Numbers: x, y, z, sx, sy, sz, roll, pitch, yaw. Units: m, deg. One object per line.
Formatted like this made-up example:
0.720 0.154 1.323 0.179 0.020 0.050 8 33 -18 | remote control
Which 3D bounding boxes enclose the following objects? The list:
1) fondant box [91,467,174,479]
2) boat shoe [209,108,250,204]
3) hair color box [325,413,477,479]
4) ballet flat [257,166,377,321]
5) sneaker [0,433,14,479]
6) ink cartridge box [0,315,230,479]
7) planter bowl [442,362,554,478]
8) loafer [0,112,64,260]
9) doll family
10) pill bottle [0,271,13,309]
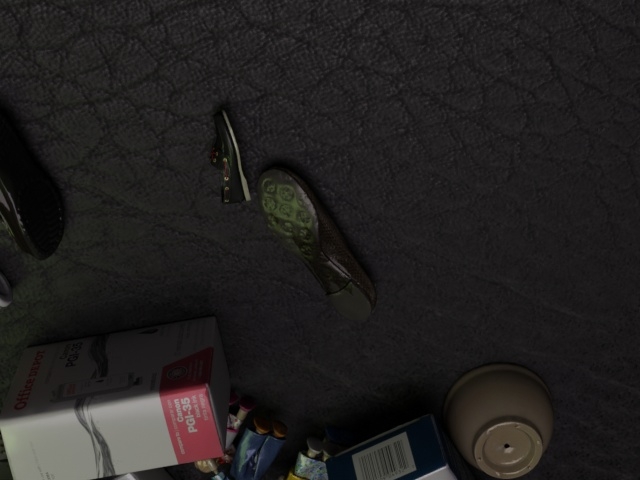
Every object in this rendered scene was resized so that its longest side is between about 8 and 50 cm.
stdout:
-0.339 0.475 1.948 0.330 0.096 0.238 -31 112 11 | fondant box
-0.124 -0.107 1.707 0.042 0.049 0.133 -13 119 -4 | boat shoe
0.159 0.414 1.881 0.174 0.105 0.347 -25 129 10 | hair color box
0.000 0.000 1.764 0.084 0.058 0.250 -25 109 33 | ballet flat
-0.424 0.335 1.832 0.292 0.169 0.108 -7 123 20 | sneaker
-0.272 0.218 1.767 0.283 0.207 0.117 -10 114 3 | ink cartridge box
0.261 0.271 1.862 0.162 0.109 0.162 -1 116 -1 | planter bowl
-0.409 -0.073 1.710 0.078 0.080 0.220 -2 121 36 | loafer
-0.076 0.338 1.877 0.263 0.118 0.163 21 113 -11 | doll family
-0.483 0.087 1.779 0.116 0.065 0.065 -31 112 13 | pill bottle
